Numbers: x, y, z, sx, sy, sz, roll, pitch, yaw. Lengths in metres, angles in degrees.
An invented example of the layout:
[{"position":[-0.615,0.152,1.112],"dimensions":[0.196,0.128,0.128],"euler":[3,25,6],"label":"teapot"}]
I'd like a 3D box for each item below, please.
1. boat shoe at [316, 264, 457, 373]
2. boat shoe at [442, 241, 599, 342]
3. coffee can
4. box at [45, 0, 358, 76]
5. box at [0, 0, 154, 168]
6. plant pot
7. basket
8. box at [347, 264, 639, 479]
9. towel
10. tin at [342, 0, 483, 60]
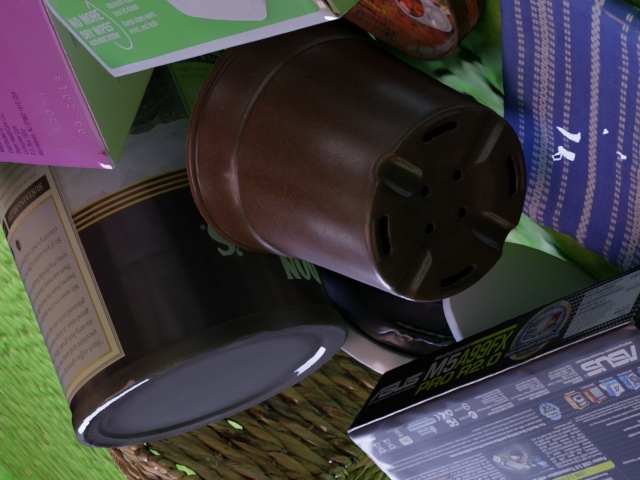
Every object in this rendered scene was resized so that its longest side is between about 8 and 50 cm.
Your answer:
[{"position":[0.000,0.000,1.519],"dimensions":[0.302,0.091,0.114],"euler":[31,-160,31],"label":"boat shoe"},{"position":[0.198,0.122,1.360],"dimensions":[0.301,0.108,0.102],"euler":[38,158,-1],"label":"boat shoe"},{"position":[-0.125,-0.018,1.416],"dimensions":[0.201,0.202,0.275],"euler":[112,137,-68],"label":"coffee can"},{"position":[-0.011,-0.205,0.949],"dimensions":[0.126,0.231,0.262],"euler":[52,158,-17],"label":"box"},{"position":[-0.167,-0.205,1.195],"dimensions":[0.117,0.243,0.213],"euler":[6,145,18],"label":"box"},{"position":[0.030,-0.047,1.243],"dimensions":[0.165,0.167,0.167],"euler":[26,153,48],"label":"plant pot"},{"position":[-0.068,0.178,1.797],"dimensions":[0.299,0.213,0.223],"euler":[35,156,27],"label":"basket"},{"position":[0.177,0.140,1.245],"dimensions":[0.216,0.060,0.270],"euler":[45,141,-14],"label":"box"},{"position":[0.231,-0.010,1.131],"dimensions":[0.336,0.040,0.243],"euler":[35,156,25],"label":"towel"},{"position":[0.019,-0.180,1.215],"dimensions":[0.190,0.040,0.106],"euler":[34,161,26],"label":"tin"}]
